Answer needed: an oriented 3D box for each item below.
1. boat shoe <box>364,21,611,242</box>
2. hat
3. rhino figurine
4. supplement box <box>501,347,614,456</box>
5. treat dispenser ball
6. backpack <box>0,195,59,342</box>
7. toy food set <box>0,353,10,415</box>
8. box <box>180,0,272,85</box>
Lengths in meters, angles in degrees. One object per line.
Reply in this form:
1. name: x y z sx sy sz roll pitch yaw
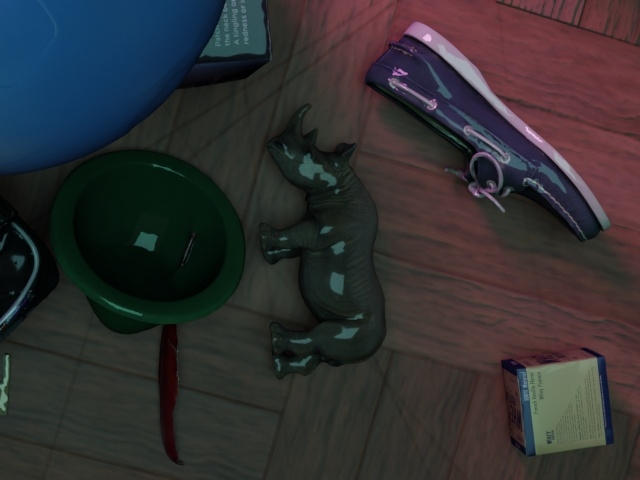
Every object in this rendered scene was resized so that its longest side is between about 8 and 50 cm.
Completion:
1. boat shoe: 0.149 -0.082 1.232 0.254 0.095 0.079 44 86 -6
2. hat: -0.173 0.053 1.239 0.173 0.183 0.208 13 50 -14
3. rhino figurine: 0.000 0.000 1.231 0.106 0.073 0.243 -6 93 -2
4. supplement box: 0.217 0.148 1.274 0.083 0.056 0.083 -8 95 -6
5. treat dispenser ball: -0.192 -0.181 0.791 0.288 0.288 0.288 0 94 -7
6. backpack: -0.369 0.041 1.128 0.225 0.191 0.253 43 78 2
7. toy food set: -0.338 0.126 1.225 0.122 0.019 0.078 4 93 -7
8. box: -0.199 -0.202 1.083 0.294 0.296 0.182 -5 94 -5
